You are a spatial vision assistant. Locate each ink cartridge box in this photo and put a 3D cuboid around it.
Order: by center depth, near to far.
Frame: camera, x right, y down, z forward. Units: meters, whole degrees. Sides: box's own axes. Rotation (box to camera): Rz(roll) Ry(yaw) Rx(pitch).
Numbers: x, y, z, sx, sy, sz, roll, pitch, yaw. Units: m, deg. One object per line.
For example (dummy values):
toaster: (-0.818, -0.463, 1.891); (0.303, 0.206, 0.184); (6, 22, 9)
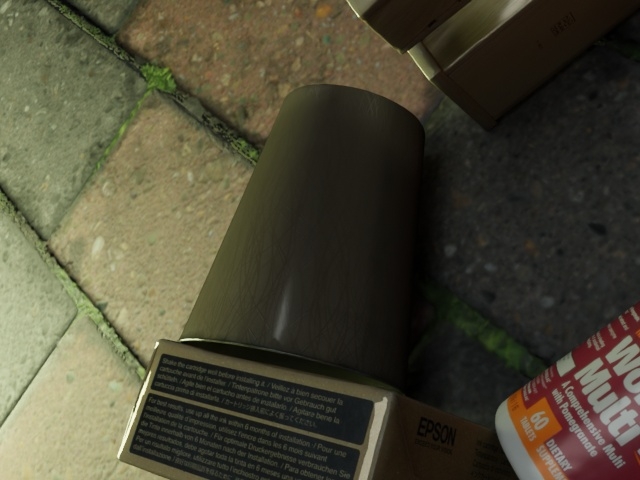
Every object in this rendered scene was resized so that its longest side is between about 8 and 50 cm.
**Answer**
ink cartridge box: (0.017, 0.147, 0.596); (0.193, 0.234, 0.088); (7, 75, 37)

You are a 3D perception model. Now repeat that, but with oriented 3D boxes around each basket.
basket: (0.000, 0.000, 0.730); (0.204, 0.154, 0.227); (2, 69, 35)

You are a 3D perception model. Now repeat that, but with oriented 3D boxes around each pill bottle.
pill bottle: (0.228, 0.090, 0.538); (0.221, 0.121, 0.121); (-41, 53, 16)

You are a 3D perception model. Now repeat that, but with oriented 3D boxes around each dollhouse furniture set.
dollhouse furniture set: (0.092, -0.288, 0.689); (0.198, 0.286, 0.303); (-39, 65, 17)
